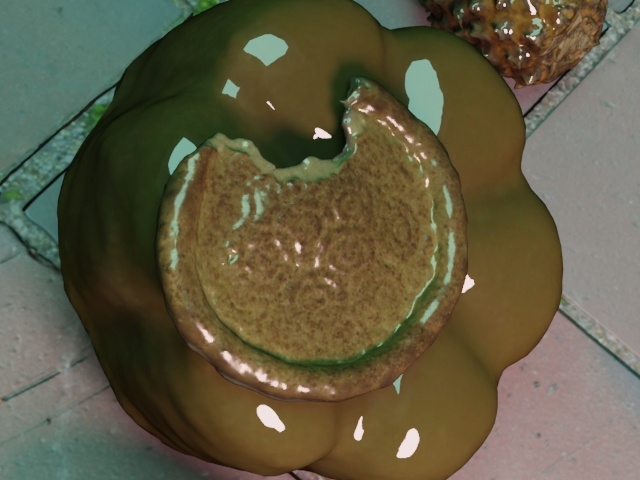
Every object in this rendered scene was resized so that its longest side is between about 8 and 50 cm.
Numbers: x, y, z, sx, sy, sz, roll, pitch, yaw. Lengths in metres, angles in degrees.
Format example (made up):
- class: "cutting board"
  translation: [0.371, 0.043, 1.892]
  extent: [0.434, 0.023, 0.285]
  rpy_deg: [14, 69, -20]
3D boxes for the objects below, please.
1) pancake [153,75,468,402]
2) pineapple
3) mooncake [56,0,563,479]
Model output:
- class: "pancake"
  translation: [0.001, -0.006, 1.443]
  extent: [0.288, 0.033, 0.286]
  rpy_deg: [22, 75, -27]
- class: "pineapple"
  translation: [0.149, -0.314, 1.940]
  extent: [0.175, 0.175, 0.361]
  rpy_deg: [-33, 60, -24]
- class: "mooncake"
  translation: [0.000, 0.000, 1.607]
  extent: [0.467, 0.262, 0.467]
  rpy_deg: [3, 84, -28]
